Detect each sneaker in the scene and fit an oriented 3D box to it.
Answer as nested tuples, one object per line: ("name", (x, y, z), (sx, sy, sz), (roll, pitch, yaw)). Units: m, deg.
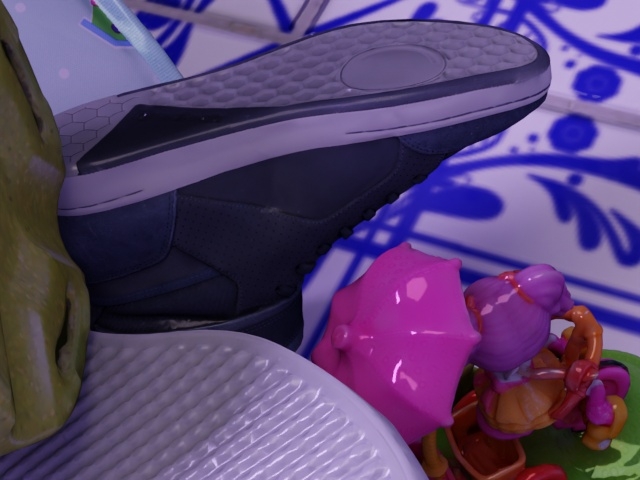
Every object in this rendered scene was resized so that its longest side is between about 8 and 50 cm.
("sneaker", (-0.001, -0.001, 0.683), (0.226, 0.163, 0.086), (-14, 29, 2))
("sneaker", (-0.024, 0.109, 0.592), (0.282, 0.161, 0.102), (14, 66, 52))

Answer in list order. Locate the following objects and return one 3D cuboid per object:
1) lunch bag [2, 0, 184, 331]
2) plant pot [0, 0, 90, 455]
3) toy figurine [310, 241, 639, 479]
("lunch bag", (-0.182, -0.041, 0.758), (0.223, 0.160, 0.262), (-38, 88, -13))
("plant pot", (-0.228, 0.008, 0.541), (0.254, 0.276, 0.276), (-13, 53, 8))
("toy figurine", (0.065, 0.060, 0.620), (0.173, 0.159, 0.130), (-26, 53, -5))
